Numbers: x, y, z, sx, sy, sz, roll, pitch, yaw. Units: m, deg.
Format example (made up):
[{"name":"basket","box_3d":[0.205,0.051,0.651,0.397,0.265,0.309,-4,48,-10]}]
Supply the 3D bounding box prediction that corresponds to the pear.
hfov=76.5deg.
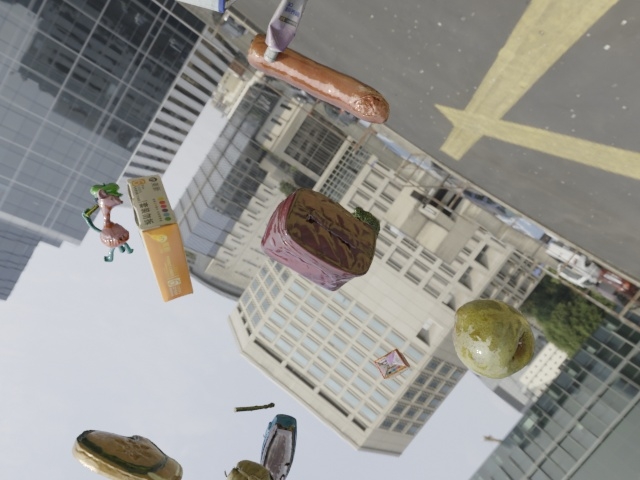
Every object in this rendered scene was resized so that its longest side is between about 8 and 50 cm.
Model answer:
[{"name":"pear","box_3d":[0.356,0.204,0.844,0.167,0.167,0.137,28,165,-37]}]

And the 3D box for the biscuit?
[{"name":"biscuit","box_3d":[-0.589,0.677,1.279,0.344,0.057,0.287,24,167,1]}]

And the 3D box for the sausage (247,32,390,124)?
[{"name":"sausage","box_3d":[-0.002,-0.428,1.088,0.419,0.094,0.094,27,157,5]}]

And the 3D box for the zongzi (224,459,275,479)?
[{"name":"zongzi","box_3d":[-0.112,0.533,0.870,0.099,0.194,0.197,14,-159,37]}]

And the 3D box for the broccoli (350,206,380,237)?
[{"name":"broccoli","box_3d":[0.138,-0.038,1.397,0.162,0.138,0.145,55,-158,-77]}]

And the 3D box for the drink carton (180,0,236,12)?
[{"name":"drink carton","box_3d":[-0.325,-0.563,0.793,0.315,0.130,0.106,13,-138,-6]}]

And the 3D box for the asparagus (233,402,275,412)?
[{"name":"asparagus","box_3d":[-0.175,0.447,1.087,0.127,0.018,0.015,13,-154,-41]}]

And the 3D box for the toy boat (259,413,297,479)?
[{"name":"toy boat","box_3d":[-0.124,0.606,1.163,0.100,0.223,0.097,12,-176,-2]}]

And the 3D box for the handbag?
[{"name":"handbag","box_3d":[0.000,0.000,0.847,0.225,0.146,0.135,32,146,-15]}]

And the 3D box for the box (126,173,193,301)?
[{"name":"box","box_3d":[-0.420,-0.004,1.069,0.091,0.273,0.220,-18,-129,-22]}]

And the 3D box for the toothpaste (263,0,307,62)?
[{"name":"toothpaste","box_3d":[-0.058,-0.570,0.972,0.048,0.301,0.075,46,-148,17]}]

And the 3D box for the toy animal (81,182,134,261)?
[{"name":"toy animal","box_3d":[-0.556,-0.044,1.062,0.103,0.208,0.100,-6,-151,-9]}]

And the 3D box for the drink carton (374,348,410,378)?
[{"name":"drink carton","box_3d":[0.266,0.454,1.480,0.071,0.096,0.223,60,-175,24]}]
